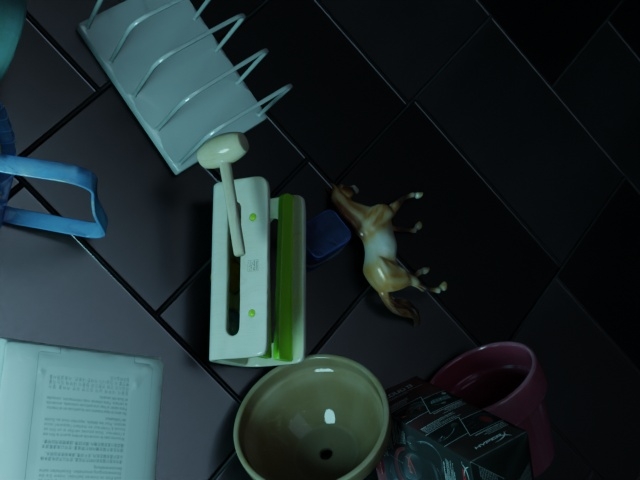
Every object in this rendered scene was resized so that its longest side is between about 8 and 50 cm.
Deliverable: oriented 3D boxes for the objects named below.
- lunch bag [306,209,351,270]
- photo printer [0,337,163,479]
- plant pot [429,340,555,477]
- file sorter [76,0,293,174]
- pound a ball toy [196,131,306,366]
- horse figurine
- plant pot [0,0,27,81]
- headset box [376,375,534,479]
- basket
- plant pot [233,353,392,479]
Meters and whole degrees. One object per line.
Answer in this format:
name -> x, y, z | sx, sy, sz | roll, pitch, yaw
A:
lunch bag -> 0.000, 0.000, 1.519 | 0.098, 0.065, 0.067 | -30, 76, -29
photo printer -> -0.340, 0.297, 1.227 | 0.256, 0.107, 0.308 | 13, 72, -37
plant pot -> 0.298, 0.297, 1.535 | 0.201, 0.201, 0.180 | -38, 111, -29
file sorter -> -0.203, -0.284, 1.425 | 0.192, 0.173, 0.278 | -36, 95, -29
pound a ball toy -> -0.127, 0.021, 1.388 | 0.208, 0.135, 0.319 | 23, 62, -59
horse figurine -> 0.120, 0.018, 1.576 | 0.174, 0.066, 0.264 | -4, 77, -34
plant pot -> -0.543, -0.307, 1.218 | 0.255, 0.271, 0.272 | 21, 68, -36
headset box -> 0.187, 0.350, 1.391 | 0.110, 0.293, 0.218 | -20, 109, -26
basket -> -0.431, -0.067, 1.215 | 0.288, 0.255, 0.201 | 6, 72, -6
plant pot -> -0.003, 0.297, 1.389 | 0.237, 0.237, 0.110 | -52, 143, -27
